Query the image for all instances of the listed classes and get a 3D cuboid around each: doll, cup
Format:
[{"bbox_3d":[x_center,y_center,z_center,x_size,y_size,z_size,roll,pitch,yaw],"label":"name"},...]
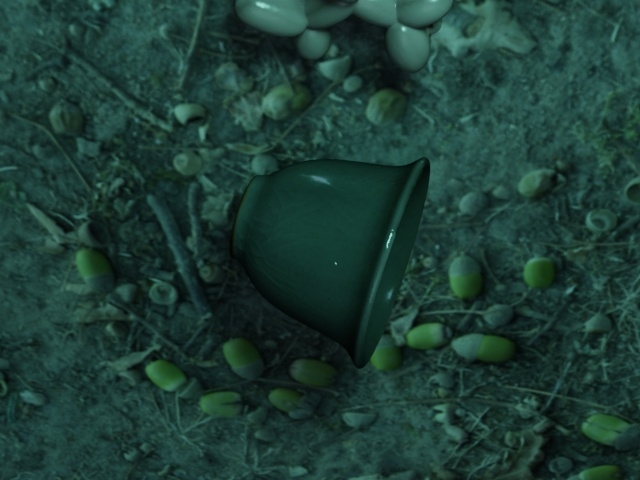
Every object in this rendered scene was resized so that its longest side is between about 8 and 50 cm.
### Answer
[{"bbox_3d":[0.030,-0.194,1.236,0.161,0.059,0.160,-24,136,36],"label":"doll"},{"bbox_3d":[0.000,0.000,1.338,0.150,0.199,0.199,17,128,9],"label":"cup"}]
